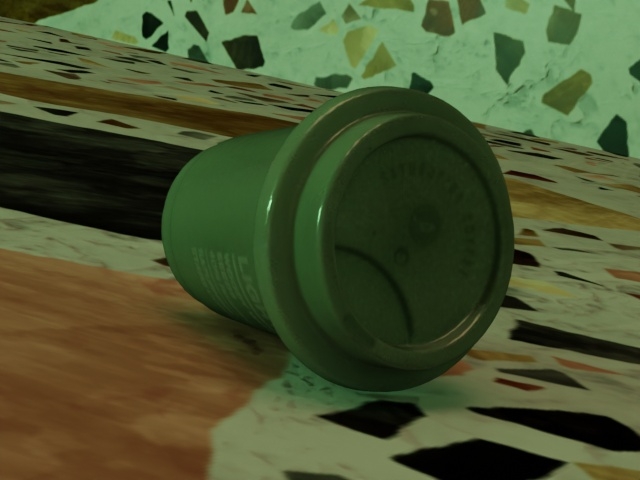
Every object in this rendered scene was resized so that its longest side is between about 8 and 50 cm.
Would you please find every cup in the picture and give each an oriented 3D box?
[{"bbox_3d":[0.000,0.000,0.671,0.120,0.120,0.141,4,-3,-34],"label":"cup"}]
